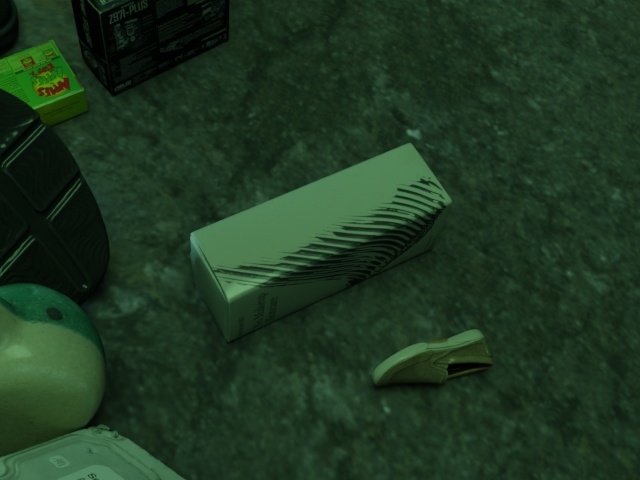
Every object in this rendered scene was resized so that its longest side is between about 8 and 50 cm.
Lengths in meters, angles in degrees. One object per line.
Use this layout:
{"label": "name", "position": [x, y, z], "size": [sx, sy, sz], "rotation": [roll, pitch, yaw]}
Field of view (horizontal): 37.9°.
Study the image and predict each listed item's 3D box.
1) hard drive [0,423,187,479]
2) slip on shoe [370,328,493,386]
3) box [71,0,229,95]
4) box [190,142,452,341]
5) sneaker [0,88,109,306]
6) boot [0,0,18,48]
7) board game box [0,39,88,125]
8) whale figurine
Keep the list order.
{"label": "hard drive", "position": [-0.206, 0.260, 0.727], "size": [0.237, 0.064, 0.339], "rotation": [29, 15, 24]}
{"label": "slip on shoe", "position": [0.120, 0.134, 0.989], "size": [0.135, 0.051, 0.041], "rotation": [-13, 58, -22]}
{"label": "box", "position": [-0.207, -0.286, 1.150], "size": [0.180, 0.147, 0.077], "rotation": [-32, 67, -21]}
{"label": "box", "position": [0.000, 0.000, 1.021], "size": [0.275, 0.113, 0.094], "rotation": [-25, 66, -17]}
{"label": "sneaker", "position": [-0.423, -0.103, 0.990], "size": [0.447, 0.257, 0.169], "rotation": [48, 70, -23]}
{"label": "boot", "position": [-0.521, -0.457, 1.046], "size": [0.367, 0.445, 0.146], "rotation": [40, 63, 17]}
{"label": "board game box", "position": [-0.384, -0.166, 1.120], "size": [0.181, 0.043, 0.092], "rotation": [-27, 66, -19]}
{"label": "whale figurine", "position": [-0.337, 0.105, 0.863], "size": [0.272, 0.216, 0.141], "rotation": [11, 42, -26]}
